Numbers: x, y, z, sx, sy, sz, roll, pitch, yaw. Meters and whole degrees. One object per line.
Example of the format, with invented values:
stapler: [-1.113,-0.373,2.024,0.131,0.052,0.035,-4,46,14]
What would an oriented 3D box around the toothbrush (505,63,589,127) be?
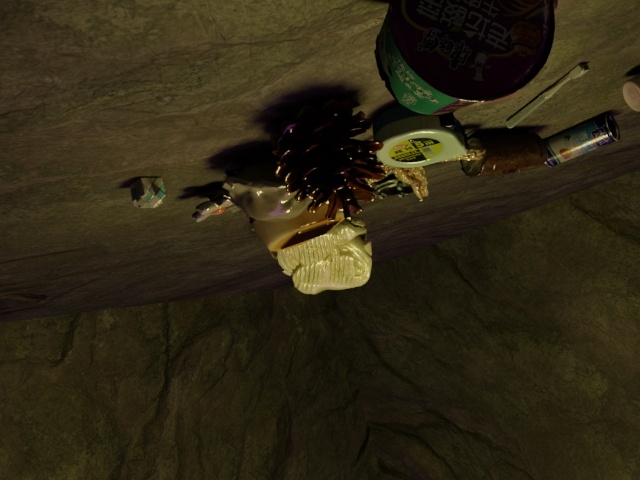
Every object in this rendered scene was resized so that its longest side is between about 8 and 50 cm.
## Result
toothbrush: [0.580,-0.371,1.768,0.030,0.025,0.342,-13,169,-20]

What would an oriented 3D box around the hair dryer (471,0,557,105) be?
hair dryer: [0.296,-0.348,1.211,0.210,0.126,0.352,-10,169,-14]

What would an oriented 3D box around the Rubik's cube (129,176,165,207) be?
Rubik's cube: [-0.415,-0.112,1.654,0.084,0.073,0.075,-7,168,-27]

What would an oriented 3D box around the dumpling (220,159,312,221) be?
dumpling: [-0.108,-0.110,1.694,0.292,0.204,0.164,4,115,-48]

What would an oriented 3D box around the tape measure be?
tape measure: [0.173,-0.236,1.670,0.351,0.098,0.215,-16,157,23]

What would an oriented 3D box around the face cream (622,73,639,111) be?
face cream: [0.931,-0.435,1.768,0.273,0.096,0.154,-27,167,-2]

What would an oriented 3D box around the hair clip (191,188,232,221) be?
hair clip: [-0.238,-0.126,1.844,0.256,0.075,0.146,-20,169,8]

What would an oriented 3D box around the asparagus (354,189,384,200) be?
asparagus: [0.168,-0.156,2.333,0.165,0.030,0.036,-8,141,-29]

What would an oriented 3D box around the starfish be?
starfish: [0.252,-0.206,1.990,0.323,0.083,0.432,4,159,-33]

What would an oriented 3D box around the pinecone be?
pinecone: [0.030,-0.168,1.486,0.264,0.264,0.264,-14,170,-3]

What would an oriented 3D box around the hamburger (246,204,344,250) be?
hamburger: [-0.068,-0.089,1.964,0.301,0.170,0.302,-24,171,-4]

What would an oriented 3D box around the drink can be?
drink can: [0.829,-0.320,2.184,0.097,0.097,0.235,-4,166,-46]

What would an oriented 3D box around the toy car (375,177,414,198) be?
toy car: [0.267,-0.180,2.270,0.095,0.056,0.204,-24,170,41]

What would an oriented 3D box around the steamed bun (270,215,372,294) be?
steamed bun: [0.000,0.000,2.378,0.394,0.238,0.347,28,118,-26]

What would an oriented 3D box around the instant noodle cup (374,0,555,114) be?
instant noodle cup: [0.197,-0.309,1.031,0.251,0.251,0.190,-12,179,-10]

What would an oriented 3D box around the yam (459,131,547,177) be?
yam: [0.549,-0.262,2.032,0.279,0.131,0.131,-11,169,-30]
